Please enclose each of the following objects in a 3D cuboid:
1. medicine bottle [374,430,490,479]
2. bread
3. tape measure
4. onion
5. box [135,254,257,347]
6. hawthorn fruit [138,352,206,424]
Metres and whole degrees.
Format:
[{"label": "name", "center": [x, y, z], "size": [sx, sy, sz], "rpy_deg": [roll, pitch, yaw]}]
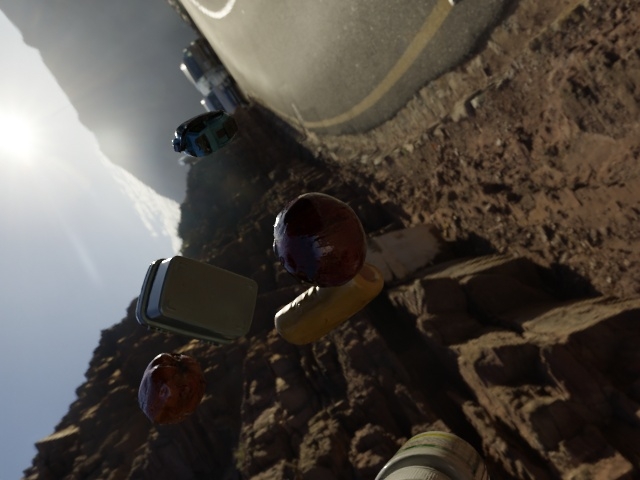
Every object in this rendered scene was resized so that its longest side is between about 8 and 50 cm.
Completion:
[{"label": "medicine bottle", "center": [0.202, 0.490, 1.004], "size": [0.208, 0.208, 0.340], "rpy_deg": [57, -168, 18]}, {"label": "bread", "center": [0.019, 0.161, 1.323], "size": [0.142, 0.305, 0.091], "rpy_deg": [19, -137, -38]}, {"label": "tape measure", "center": [-0.259, -0.239, 1.202], "size": [0.125, 0.146, 0.080], "rpy_deg": [10, 131, 42]}, {"label": "onion", "center": [0.000, 0.000, 0.703], "size": [0.131, 0.131, 0.131], "rpy_deg": [57, 179, 2]}, {"label": "box", "center": [-0.238, 0.119, 1.053], "size": [0.210, 0.147, 0.129], "rpy_deg": [22, 155, -31]}, {"label": "hawthorn fruit", "center": [-0.375, 0.380, 1.380], "size": [0.173, 0.174, 0.178], "rpy_deg": [160, 116, -89]}]
